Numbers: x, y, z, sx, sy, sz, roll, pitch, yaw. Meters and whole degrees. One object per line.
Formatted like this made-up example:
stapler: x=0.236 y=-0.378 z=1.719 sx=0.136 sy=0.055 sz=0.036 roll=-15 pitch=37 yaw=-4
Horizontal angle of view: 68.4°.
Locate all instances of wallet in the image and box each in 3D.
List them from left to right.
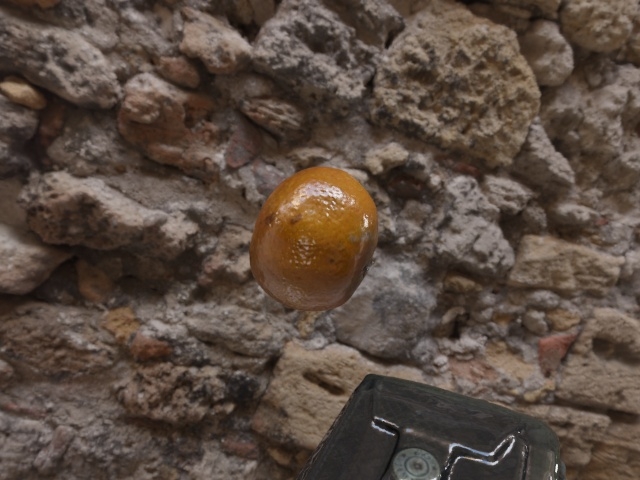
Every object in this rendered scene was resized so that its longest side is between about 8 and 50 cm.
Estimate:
wallet: x=0.060 y=0.177 z=0.291 sx=0.168 sy=0.052 sz=0.245 roll=15 pitch=27 yaw=24

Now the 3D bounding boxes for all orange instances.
orange: x=0.000 y=0.000 z=0.693 sx=0.170 sy=0.224 sz=0.224 roll=29 pitch=10 yaw=15
